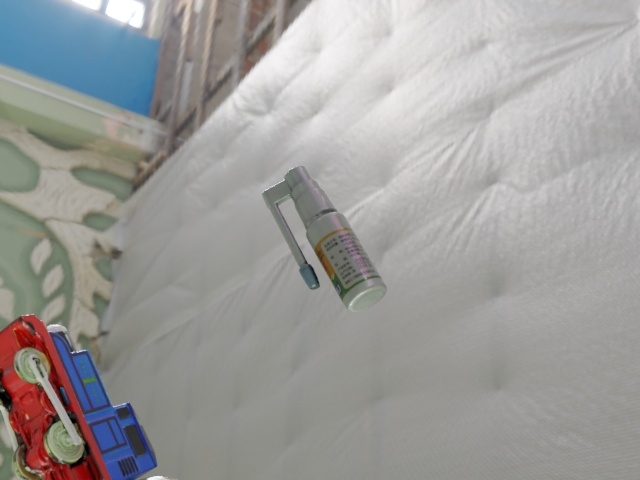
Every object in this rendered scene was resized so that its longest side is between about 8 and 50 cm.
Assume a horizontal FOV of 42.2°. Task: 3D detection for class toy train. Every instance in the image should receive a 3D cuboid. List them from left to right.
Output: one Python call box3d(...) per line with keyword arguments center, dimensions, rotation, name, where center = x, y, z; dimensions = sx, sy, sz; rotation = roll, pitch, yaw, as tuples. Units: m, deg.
box3d(center=(-0.273, 0.183, 0.887), dimensions=(0.083, 0.131, 0.204), rotation=(-33, -103, 25), name="toy train")

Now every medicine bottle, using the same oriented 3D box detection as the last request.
box3d(center=(0.000, 0.000, 1.123), dimensions=(0.092, 0.061, 0.220), rotation=(-31, -116, 3), name="medicine bottle")

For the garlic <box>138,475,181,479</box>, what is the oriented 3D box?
box3d(center=(-0.170, 0.344, 0.820), dimensions=(0.152, 0.228, 0.227), rotation=(-10, -126, 10), name="garlic")
